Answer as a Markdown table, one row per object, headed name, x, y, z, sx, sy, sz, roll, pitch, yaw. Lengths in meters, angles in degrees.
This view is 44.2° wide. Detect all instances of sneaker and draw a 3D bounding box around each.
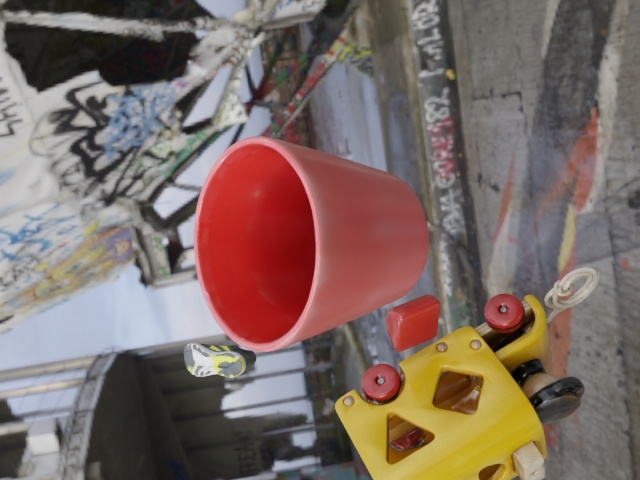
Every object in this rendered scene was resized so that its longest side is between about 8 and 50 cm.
| name | x | y | z | sx | sy | sz | roll | pitch | yaw |
| --- | --- | --- | --- | --- | --- | --- | --- | --- | --- |
| sneaker | -0.097 | 0.116 | 0.763 | 0.035 | 0.083 | 0.031 | -5 | -82 | -52 |

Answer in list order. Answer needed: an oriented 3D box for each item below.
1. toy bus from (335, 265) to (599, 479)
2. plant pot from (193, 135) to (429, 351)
| name | x | y | z | sx | sy | sz | roll | pitch | yaw |
| --- | --- | --- | --- | --- | --- | --- | --- | --- | --- |
| toy bus | 0.115 | 0.122 | 0.553 | 0.202 | 0.191 | 0.104 | -61 | 42 | 30 |
| plant pot | 0.000 | 0.000 | 1.080 | 0.275 | 0.243 | 0.275 | 4 | 95 | 48 |
